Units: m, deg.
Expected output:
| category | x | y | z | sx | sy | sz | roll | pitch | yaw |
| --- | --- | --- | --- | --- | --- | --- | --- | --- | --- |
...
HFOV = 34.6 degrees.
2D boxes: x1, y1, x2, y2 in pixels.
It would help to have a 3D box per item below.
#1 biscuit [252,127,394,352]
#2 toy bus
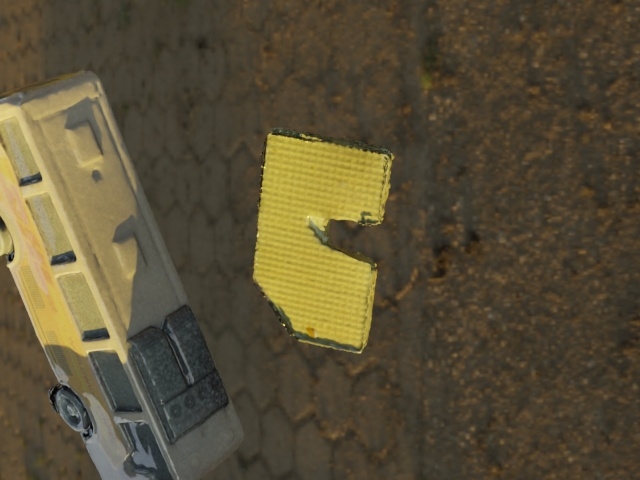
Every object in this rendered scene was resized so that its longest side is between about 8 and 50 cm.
| category | x | y | z | sx | sy | sz | roll | pitch | yaw |
| --- | --- | --- | --- | --- | --- | --- | --- | --- | --- |
| biscuit | 0.000 | 0.000 | 1.167 | 0.046 | 0.147 | 0.249 | -49 | -33 | -67 |
| toy bus | -0.171 | 0.041 | 0.810 | 0.138 | 0.097 | 0.342 | -8 | 107 | 45 |
